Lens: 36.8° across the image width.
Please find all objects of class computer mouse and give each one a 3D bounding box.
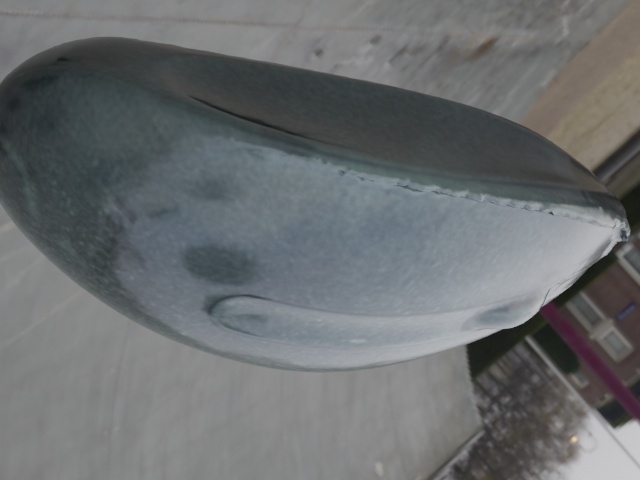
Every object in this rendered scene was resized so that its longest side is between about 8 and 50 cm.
[{"bbox_3d":[-0.001,0.004,0.533,0.373,0.114,0.203,12,140,-14],"label":"computer mouse"}]
